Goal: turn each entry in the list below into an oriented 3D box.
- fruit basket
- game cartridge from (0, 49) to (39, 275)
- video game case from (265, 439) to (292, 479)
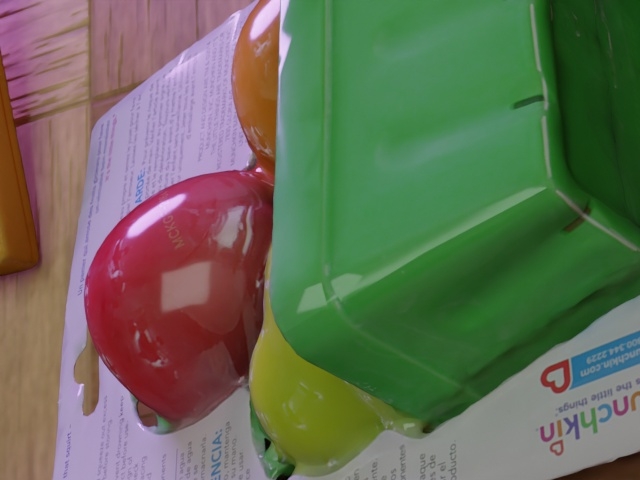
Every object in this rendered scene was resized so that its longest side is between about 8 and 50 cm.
[{"bbox_3d":[0.000,0.000,0.656,0.353,0.165,0.327,-36,42,39],"label":"fruit basket"},{"bbox_3d":[-0.338,-0.080,0.896,0.324,0.053,0.285,-15,80,17],"label":"game cartridge"},{"bbox_3d":[-0.013,0.162,0.625,0.227,0.026,0.206,-25,38,17],"label":"video game case"}]
